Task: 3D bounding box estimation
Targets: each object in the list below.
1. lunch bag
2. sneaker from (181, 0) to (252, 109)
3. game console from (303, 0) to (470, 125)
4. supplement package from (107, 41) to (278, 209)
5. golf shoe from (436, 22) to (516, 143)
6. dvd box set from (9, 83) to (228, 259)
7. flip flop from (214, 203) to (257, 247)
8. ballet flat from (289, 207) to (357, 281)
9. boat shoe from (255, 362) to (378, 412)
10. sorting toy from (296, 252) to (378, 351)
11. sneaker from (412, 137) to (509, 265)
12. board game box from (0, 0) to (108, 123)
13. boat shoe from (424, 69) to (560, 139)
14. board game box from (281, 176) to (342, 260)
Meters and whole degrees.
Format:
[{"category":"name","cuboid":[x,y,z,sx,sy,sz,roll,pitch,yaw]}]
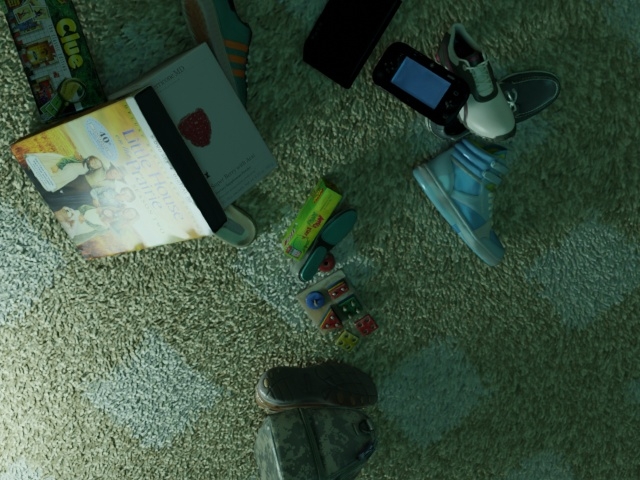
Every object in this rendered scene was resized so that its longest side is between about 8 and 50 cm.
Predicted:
[{"category":"lunch bag","cuboid":[-0.009,0.531,1.783,0.256,0.212,0.305,-11,150,-18]},{"category":"sneaker","cuboid":[-0.187,-0.390,1.508,0.121,0.108,0.302,-36,134,-29]},{"category":"game console","cuboid":[0.151,-0.384,1.516,0.361,0.044,0.213,34,109,8]},{"category":"supplement package","cuboid":[-0.261,-0.223,1.491,0.177,0.175,0.292,-43,114,-28]},{"category":"golf shoe","cuboid":[0.324,-0.329,1.528,0.105,0.120,0.272,-26,71,-3]},{"category":"dvd box set","cuboid":[-0.418,-0.118,1.476,0.421,0.062,0.307,-9,119,37]},{"category":"flip flop","cuboid":[-0.266,-0.062,1.636,0.277,0.080,0.112,31,104,-17]},{"category":"ballet flat","cuboid":[0.000,0.000,1.701,0.072,0.068,0.213,35,93,-43]},{"category":"boat shoe","cuboid":[-0.013,0.382,1.834,0.325,0.123,0.116,10,143,-20]},{"category":"sorting toy","cuboid":[0.035,0.166,1.782,0.132,0.046,0.274,-31,112,5]},{"category":"sneaker","cuboid":[0.385,-0.100,1.688,0.208,0.127,0.319,-39,111,9]},{"category":"board game box","cuboid":[-0.537,-0.379,1.462,0.136,0.030,0.259,-20,92,-4]},{"category":"boat shoe","cuboid":[0.399,-0.297,1.628,0.320,0.099,0.116,-16,112,-1]},{"category":"board game box","cuboid":[-0.023,-0.050,1.667,0.043,0.092,0.181,29,104,-18]}]
